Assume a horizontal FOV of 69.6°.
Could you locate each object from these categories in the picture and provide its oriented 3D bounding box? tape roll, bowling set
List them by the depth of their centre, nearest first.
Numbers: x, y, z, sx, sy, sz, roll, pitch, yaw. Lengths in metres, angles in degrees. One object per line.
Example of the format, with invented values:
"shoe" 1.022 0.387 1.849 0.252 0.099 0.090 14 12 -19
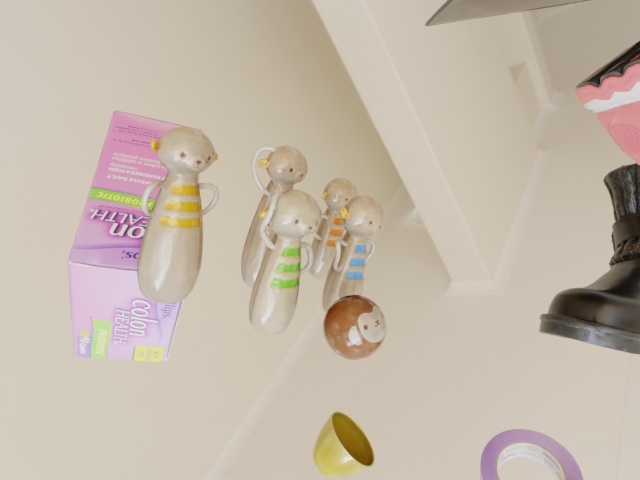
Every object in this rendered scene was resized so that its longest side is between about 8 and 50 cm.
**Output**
"bowling set" 0.000 0.000 0.435 0.200 0.154 0.287 24 -163 35
"tape roll" 0.613 0.702 1.351 0.275 0.090 0.275 -10 -145 7

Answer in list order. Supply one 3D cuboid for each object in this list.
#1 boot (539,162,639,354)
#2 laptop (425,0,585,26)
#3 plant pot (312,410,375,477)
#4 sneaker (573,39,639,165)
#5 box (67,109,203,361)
"boot" 0.438 0.013 0.642 0.348 0.260 0.131 2 179 -30
"laptop" 0.331 -0.404 0.428 0.382 0.408 0.236 -12 -138 -6
"plant pot" 0.038 0.461 1.008 0.095 0.134 0.134 -45 -157 11
"sneaker" 0.371 -0.129 0.377 0.116 0.136 0.314 -36 -169 -7
"box" -0.235 0.000 0.602 0.213 0.117 0.243 121 -30 -46
